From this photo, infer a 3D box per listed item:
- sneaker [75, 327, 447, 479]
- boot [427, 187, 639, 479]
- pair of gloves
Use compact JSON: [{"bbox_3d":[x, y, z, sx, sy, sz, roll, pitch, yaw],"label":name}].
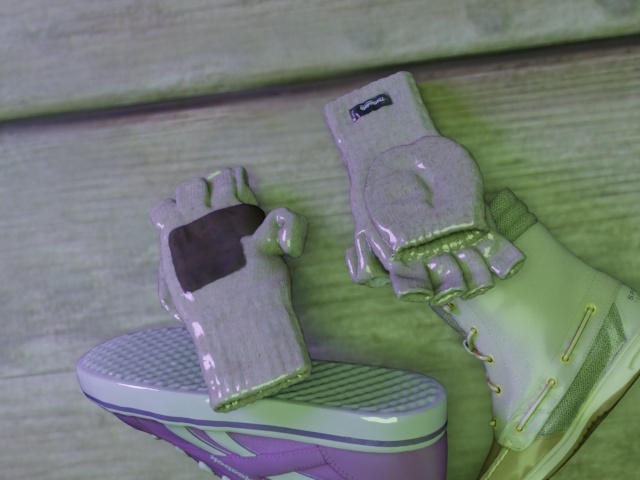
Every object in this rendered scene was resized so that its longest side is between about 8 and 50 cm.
[{"bbox_3d":[-0.049,0.160,0.946,0.282,0.102,0.161,11,116,25],"label":"sneaker"},{"bbox_3d":[0.120,0.087,0.936,0.165,0.077,0.213,40,90,8],"label":"boot"},{"bbox_3d":[0.000,0.000,0.929,0.240,0.042,0.204,-29,50,-2],"label":"pair of gloves"}]
